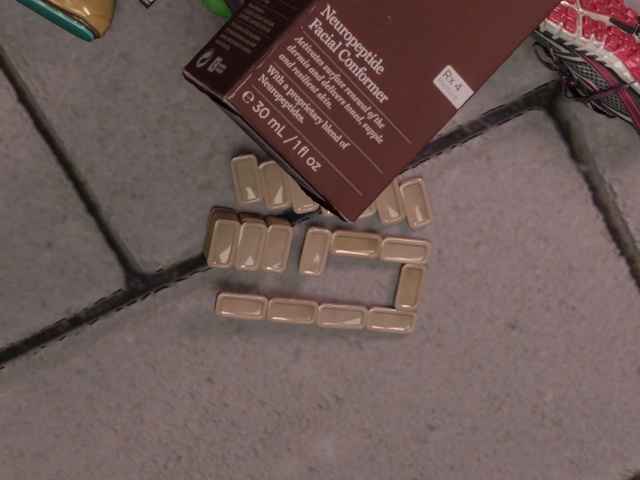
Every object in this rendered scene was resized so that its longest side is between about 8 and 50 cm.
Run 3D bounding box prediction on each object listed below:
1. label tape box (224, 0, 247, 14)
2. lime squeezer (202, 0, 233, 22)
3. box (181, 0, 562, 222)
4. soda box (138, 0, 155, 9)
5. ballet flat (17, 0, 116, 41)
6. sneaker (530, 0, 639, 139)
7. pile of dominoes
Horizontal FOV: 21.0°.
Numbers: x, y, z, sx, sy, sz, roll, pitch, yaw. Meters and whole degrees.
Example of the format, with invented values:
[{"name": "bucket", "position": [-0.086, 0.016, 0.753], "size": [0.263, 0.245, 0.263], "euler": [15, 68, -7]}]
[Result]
[{"name": "label tape box", "position": [0.004, -0.321, 1.698], "size": [0.241, 0.106, 0.333], "euler": [-25, 115, -12]}, {"name": "lime squeezer", "position": [-0.063, -0.288, 1.773], "size": [0.110, 0.059, 0.310], "euler": [11, 111, -6]}, {"name": "box", "position": [0.077, -0.222, 1.626], "size": [0.381, 0.143, 0.191], "euler": [-48, 118, -3]}, {"name": "soda box", "position": [-0.216, -0.318, 1.755], "size": [0.060, 0.053, 0.169], "euler": [-43, 109, 14]}, {"name": "ballet flat", "position": [-0.316, -0.283, 1.768], "size": [0.232, 0.080, 0.073], "euler": [26, 82, -15]}, {"name": "sneaker", "position": [0.275, -0.200, 1.797], "size": [0.299, 0.121, 0.112], "euler": [35, 137, -8]}, {"name": "pile of dominoes", "position": [0.000, 0.000, 1.922], "size": [0.251, 0.040, 0.196], "euler": [6, 112, -14]}]
